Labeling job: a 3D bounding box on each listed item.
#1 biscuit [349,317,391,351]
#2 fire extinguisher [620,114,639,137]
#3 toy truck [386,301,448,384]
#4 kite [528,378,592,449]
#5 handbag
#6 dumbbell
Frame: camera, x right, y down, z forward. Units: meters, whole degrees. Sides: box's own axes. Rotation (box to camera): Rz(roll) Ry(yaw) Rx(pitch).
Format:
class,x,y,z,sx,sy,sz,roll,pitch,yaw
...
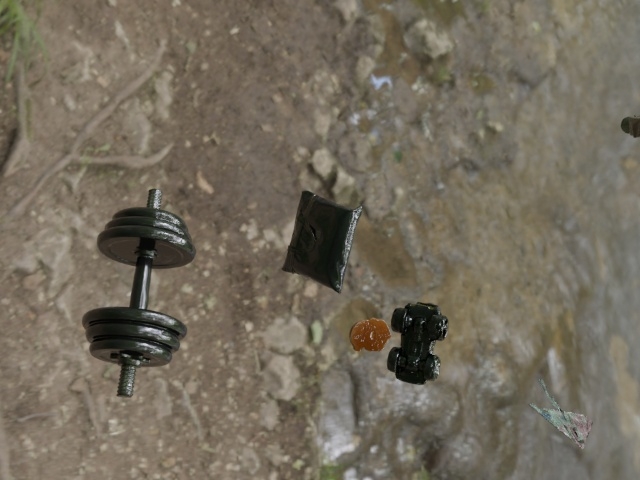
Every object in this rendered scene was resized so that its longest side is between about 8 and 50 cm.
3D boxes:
class,x,y,z,sx,sy,sz,roll,pitch,yaw
biscuit,0.147,0.280,2.229,0.130,0.019,0.102,-4,91,-18
fire extinguisher,0.471,-0.146,0.825,0.337,0.147,0.106,-14,98,-19
toy truck,0.280,0.284,2.098,0.165,0.147,0.224,14,85,-68
kite,0.394,0.283,1.235,0.139,0.011,0.156,18,29,-27
handbag,0.000,0.000,2.146,0.089,0.211,0.254,0,105,-59
dumbbell,-0.173,0.046,0.726,0.099,0.099,0.208,21,62,-38
